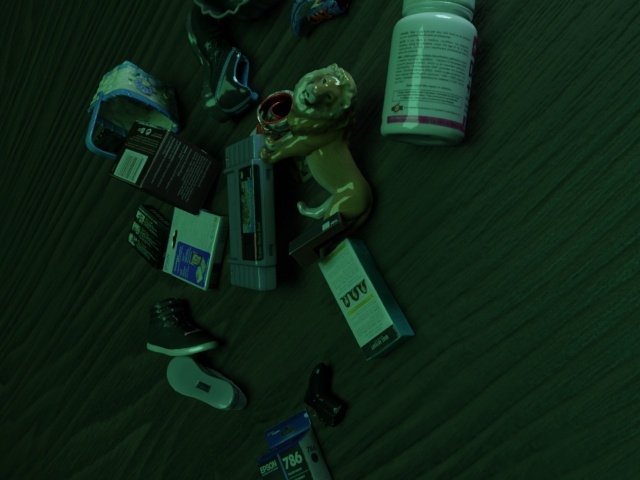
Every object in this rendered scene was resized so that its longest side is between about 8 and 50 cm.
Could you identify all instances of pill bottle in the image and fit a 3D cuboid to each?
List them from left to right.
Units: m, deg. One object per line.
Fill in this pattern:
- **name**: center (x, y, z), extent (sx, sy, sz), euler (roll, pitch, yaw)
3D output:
- **pill bottle**: center (0.209, -0.331, 1.122), extent (0.160, 0.160, 0.283), euler (9, 93, 40)

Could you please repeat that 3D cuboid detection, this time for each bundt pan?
- **bundt pan**: center (-0.186, -0.711, 1.506), extent (0.330, 0.124, 0.331), euler (-4, 83, 40)

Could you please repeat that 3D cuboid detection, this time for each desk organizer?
- **desk organizer**: center (0.000, 0.000, 1.244), extent (0.130, 0.050, 0.047), euler (-33, 27, 15)

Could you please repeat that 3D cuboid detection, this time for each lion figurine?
- **lion figurine**: center (0.022, -0.158, 1.264), extent (0.240, 0.142, 0.392), euler (-21, 112, 18)

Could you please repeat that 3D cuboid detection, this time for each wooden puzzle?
- **wooden puzzle**: center (-0.032, -0.185, 1.411), extent (0.116, 0.014, 0.078), euler (-45, 60, 28)

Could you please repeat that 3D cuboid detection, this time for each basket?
- **basket**: center (-0.537, -0.345, 1.692), extent (0.201, 0.254, 0.289), euler (-11, 68, 37)

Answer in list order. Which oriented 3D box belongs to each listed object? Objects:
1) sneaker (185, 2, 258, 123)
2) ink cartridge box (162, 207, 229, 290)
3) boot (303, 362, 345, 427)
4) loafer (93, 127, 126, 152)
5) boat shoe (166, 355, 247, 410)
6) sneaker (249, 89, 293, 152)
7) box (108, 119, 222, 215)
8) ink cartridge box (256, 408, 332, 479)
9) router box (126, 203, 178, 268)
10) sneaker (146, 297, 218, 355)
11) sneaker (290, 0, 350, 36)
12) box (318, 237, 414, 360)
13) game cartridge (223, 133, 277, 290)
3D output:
- **sneaker**: center (-0.256, -0.486, 1.571), extent (0.139, 0.125, 0.341), euler (-20, 80, 22)
- **ink cartridge box**: center (-0.348, 0.013, 1.642), extent (0.208, 0.045, 0.206), euler (17, 97, 39)
- **boot**: center (0.015, 0.347, 1.314), extent (0.099, 0.045, 0.121), euler (34, 115, 39)
- **loafer**: center (-0.645, -0.335, 1.898), extent (0.223, 0.078, 0.076), euler (-13, 54, 44)
- **boat shoe**: center (-0.301, 0.383, 1.550), extent (0.258, 0.084, 0.095), euler (22, 77, 37)
- **sneaker**: center (-0.116, -0.280, 1.402), extent (0.270, 0.145, 0.090), euler (-13, 78, 39)
- **box**: center (-0.415, -0.194, 1.588), extent (0.168, 0.203, 0.167), euler (21, 84, 39)
- **ink cartridge box**: center (-0.045, 0.571, 1.339), extent (0.165, 0.065, 0.333), euler (-39, 62, 32)
- **router box**: center (-0.505, -0.013, 1.776), extent (0.179, 0.046, 0.133), euler (35, 109, 36)
- **sneaker**: center (-0.389, 0.232, 1.621), extent (0.295, 0.104, 0.147), euler (-4, 90, 44)
- **sneaker**: center (0.014, -0.546, 1.357), extent (0.221, 0.083, 0.087), euler (-38, 72, 36)
- **box**: center (0.094, 0.121, 1.253), extent (0.100, 0.060, 0.244), euler (-42, 62, 30)
- **game cartridge**: center (-0.172, -0.063, 1.419), extent (0.230, 0.068, 0.355), euler (180, 88, -69)
